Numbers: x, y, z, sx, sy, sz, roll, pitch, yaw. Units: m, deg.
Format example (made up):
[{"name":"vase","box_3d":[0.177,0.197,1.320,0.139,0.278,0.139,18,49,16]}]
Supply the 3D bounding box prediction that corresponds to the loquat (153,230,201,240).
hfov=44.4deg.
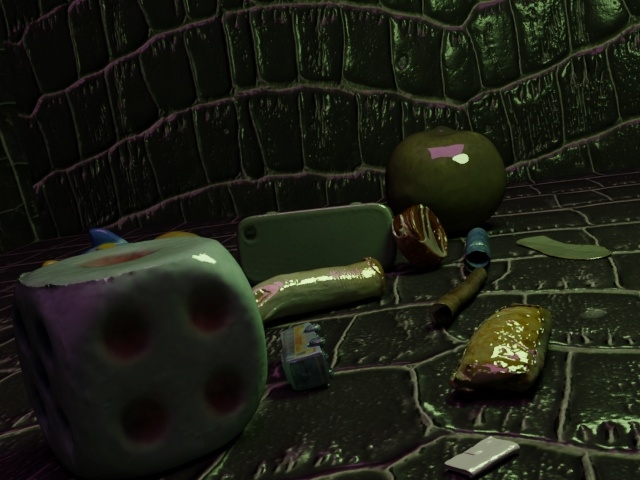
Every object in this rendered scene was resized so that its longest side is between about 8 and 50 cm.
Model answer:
[{"name":"loquat","box_3d":[-0.314,0.080,1.772,0.213,0.213,0.213,-8,9,1]}]

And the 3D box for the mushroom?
[{"name":"mushroom","box_3d":[-0.016,0.108,1.644,0.351,0.095,0.123,-15,28,-26]}]

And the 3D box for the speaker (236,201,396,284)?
[{"name":"speaker","box_3d":[0.000,0.000,2.050,0.406,0.183,0.184,-6,4,11]}]

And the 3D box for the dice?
[{"name":"dice","box_3d":[-0.245,0.146,1.060,0.268,0.262,0.264,-17,12,-34]}]

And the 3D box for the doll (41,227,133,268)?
[{"name":"doll","box_3d":[-0.555,0.076,2.041,0.376,0.187,0.365,7,7,-33]}]

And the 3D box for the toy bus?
[{"name":"toy bus","box_3d":[-0.025,0.183,1.263,0.075,0.064,0.190,-15,9,-2]}]

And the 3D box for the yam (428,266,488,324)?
[{"name":"yam","box_3d":[0.278,0.104,1.540,0.045,0.045,0.327,30,21,16]}]

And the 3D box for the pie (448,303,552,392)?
[{"name":"pie","box_3d":[0.271,0.156,1.147,0.128,0.068,0.282,-5,13,24]}]

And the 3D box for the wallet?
[{"name":"wallet","box_3d":[0.179,0.239,0.867,0.083,0.011,0.044,-16,11,-37]}]

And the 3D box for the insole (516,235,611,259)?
[{"name":"insole","box_3d":[0.582,0.017,1.908,0.119,0.009,0.348,-11,9,-11]}]

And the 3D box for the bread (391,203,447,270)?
[{"name":"bread","box_3d":[0.243,-0.008,1.915,0.073,0.160,0.160,-30,-3,29]}]

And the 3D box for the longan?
[{"name":"longan","box_3d":[0.370,-0.179,2.334,0.361,0.361,0.361,-8,9,1]}]

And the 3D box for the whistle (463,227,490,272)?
[{"name":"whistle","box_3d":[0.381,0.022,1.907,0.062,0.062,0.304,-7,9,13]}]
